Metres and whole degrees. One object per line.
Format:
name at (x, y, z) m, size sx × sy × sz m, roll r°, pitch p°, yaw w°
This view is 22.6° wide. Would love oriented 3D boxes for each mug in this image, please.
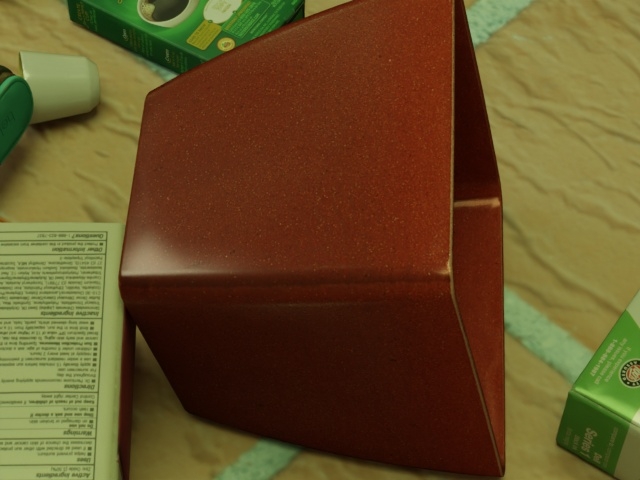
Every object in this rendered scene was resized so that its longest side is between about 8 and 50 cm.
mug at (-0.221, -0.137, 1.351) m, size 0.064 × 0.062 × 0.078 m, roll -5°, pitch 61°, yaw -14°

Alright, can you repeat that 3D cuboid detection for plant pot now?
plant pot at (0.000, 0.000, 1.151) m, size 0.236 × 0.267 × 0.267 m, roll -4°, pitch 54°, yaw 12°

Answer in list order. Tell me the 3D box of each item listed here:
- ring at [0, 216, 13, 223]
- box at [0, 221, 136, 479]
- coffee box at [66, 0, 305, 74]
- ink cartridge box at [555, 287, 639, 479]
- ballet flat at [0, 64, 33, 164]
ring at (-0.339, 0.105, 1.198) m, size 0.337 × 0.032 × 0.336 m, roll 0°, pitch 56°, yaw -1°
box at (-0.205, 0.115, 1.098) m, size 0.149 × 0.127 × 0.232 m, roll 0°, pitch 56°, yaw -3°
coffee box at (-0.118, -0.204, 1.409) m, size 0.184 × 0.040 × 0.113 m, roll 26°, pitch 58°, yaw 16°
ink cartridge box at (0.306, 0.125, 1.151) m, size 0.219 × 0.092 × 0.160 m, roll 30°, pitch 61°, yaw 19°
ballet flat at (-0.317, -0.033, 1.229) m, size 0.096 × 0.095 × 0.280 m, roll 8°, pitch 44°, yaw 17°
